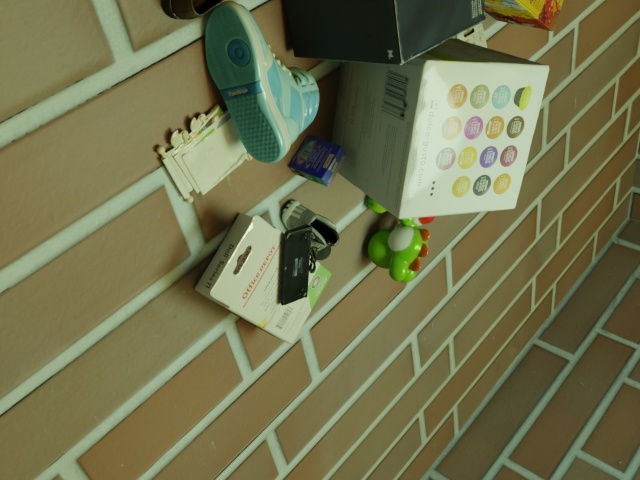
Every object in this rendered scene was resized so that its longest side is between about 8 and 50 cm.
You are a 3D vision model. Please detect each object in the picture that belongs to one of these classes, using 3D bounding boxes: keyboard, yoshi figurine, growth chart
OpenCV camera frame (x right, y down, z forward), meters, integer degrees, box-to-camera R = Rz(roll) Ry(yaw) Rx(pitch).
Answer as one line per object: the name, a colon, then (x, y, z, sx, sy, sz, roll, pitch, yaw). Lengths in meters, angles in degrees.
keyboard: (-0.048, 0.052, 1.524, 0.108, 0.023, 0.180, -18, 122, -41)
yoshi figurine: (0.220, -0.066, 1.912, 0.203, 0.204, 0.362, 147, -46, -83)
growth chart: (-0.216, -0.187, 1.374, 0.237, 0.021, 0.172, -41, 137, -29)

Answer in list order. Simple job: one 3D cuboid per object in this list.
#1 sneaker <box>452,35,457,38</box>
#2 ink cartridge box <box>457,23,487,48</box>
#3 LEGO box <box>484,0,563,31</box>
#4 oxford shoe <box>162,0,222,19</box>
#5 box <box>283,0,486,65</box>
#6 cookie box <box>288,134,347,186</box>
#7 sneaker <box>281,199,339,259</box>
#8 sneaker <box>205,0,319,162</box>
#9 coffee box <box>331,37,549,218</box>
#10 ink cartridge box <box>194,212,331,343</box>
sneaker: (0.328, -0.466, 1.825, 0.115, 0.105, 0.281, -17, 122, -46)
ink cartridge box: (0.433, -0.538, 1.988, 0.145, 0.045, 0.179, -36, 117, -33)
LEGO box: (0.559, -0.866, 1.809, 0.372, 0.193, 0.500, 3, 108, -52)
oxford shoe: (-0.174, -0.475, 1.199, 0.227, 0.096, 0.083, -59, 142, -11)
box: (0.129, -0.494, 1.383, 0.294, 0.296, 0.182, -36, 128, -35)
cookie box: (-0.006, -0.184, 1.566, 0.091, 0.107, 0.040, -59, 144, -9)
sneaker: (0.000, 0.000, 1.659, 0.086, 0.132, 0.228, -55, 143, -13)
sneaker: (-0.105, -0.338, 1.359, 0.208, 0.127, 0.319, -49, 134, -44)
coffee box: (0.256, -0.277, 1.569, 0.335, 0.338, 0.337, -5, 117, -27)
ink cartridge box: (-0.140, 0.079, 1.540, 0.207, 0.119, 0.353, -60, 145, -9)
